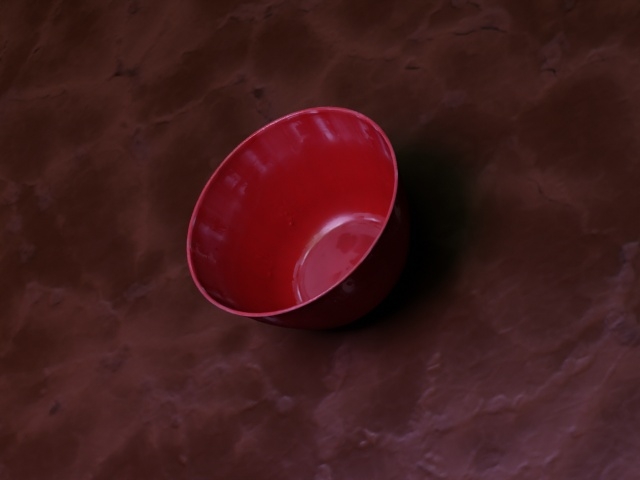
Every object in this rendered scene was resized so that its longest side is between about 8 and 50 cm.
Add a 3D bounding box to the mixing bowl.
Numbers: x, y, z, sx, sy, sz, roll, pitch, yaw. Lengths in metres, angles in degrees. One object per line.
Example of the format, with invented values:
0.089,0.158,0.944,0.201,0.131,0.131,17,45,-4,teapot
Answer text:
0.000,0.000,1.278,0.181,0.098,0.181,-18,51,24,mixing bowl
